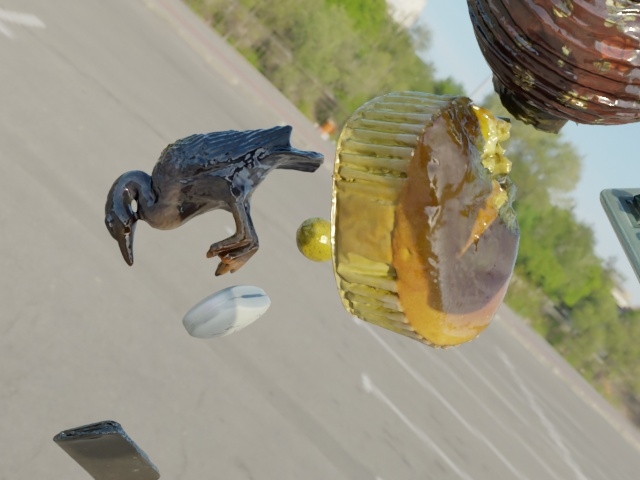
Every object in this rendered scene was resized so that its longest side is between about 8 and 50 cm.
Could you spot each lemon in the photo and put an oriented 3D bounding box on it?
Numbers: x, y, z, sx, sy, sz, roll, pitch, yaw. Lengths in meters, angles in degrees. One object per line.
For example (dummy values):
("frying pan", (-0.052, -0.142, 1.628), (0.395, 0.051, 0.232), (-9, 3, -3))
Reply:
("lemon", (0.000, 0.000, 1.389), (0.083, 0.062, 0.062), (35, 12, -40))

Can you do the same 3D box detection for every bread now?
("bread", (0.111, -0.021, 1.002), (0.179, 0.250, 0.133), (-2, 9, -41))

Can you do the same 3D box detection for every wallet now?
("wallet", (-0.251, 0.261, 1.201), (0.156, 0.082, 0.018), (65, 12, -51))

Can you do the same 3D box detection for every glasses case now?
("glasses case", (-0.117, 0.091, 1.284), (0.049, 0.076, 0.197), (58, 9, 8))

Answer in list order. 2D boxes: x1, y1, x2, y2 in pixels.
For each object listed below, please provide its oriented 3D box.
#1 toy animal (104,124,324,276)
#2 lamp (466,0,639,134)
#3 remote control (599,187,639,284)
("toy animal", (-0.141, -0.063, 1.345), (0.185, 0.298, 0.122), (57, 2, 18))
("lamp", (0.252, -0.209, 0.936), (0.247, 0.247, 0.247), (44, 7, -7))
("remote control", (0.304, 0.041, 0.797), (0.293, 0.103, 0.051), (-90, 179, -56))
